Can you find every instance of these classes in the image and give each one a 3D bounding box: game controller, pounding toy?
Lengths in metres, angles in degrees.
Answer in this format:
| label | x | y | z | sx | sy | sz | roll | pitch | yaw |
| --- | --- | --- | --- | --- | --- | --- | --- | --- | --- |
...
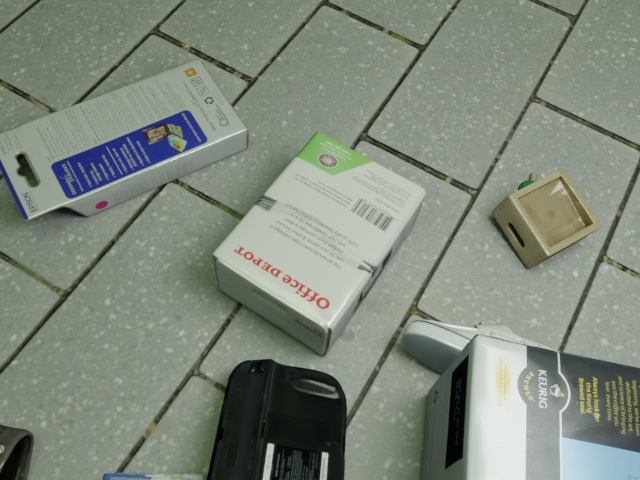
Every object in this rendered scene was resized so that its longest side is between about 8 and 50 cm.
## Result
| label | x | y | z | sx | sy | sz | roll | pitch | yaw |
| --- | --- | --- | --- | --- | --- | --- | --- | --- | --- |
| game controller | -0.053 | 0.285 | 0.840 | 0.167 | 0.067 | 0.319 | 17 | 42 | -10 |
| pounding toy | 0.352 | -0.046 | 1.090 | 0.130 | 0.100 | 0.141 | -26 | 77 | -17 |

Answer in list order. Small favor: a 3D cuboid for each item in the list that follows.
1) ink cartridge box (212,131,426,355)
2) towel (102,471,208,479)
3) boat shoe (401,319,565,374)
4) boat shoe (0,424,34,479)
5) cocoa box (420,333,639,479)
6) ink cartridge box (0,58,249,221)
| label | x | y | z | sx | sy | sz | roll | pitch | yaw |
| --- | --- | --- | --- | --- | --- | --- | --- | --- | --- |
| ink cartridge box | 0.000 | 0.000 | 1.010 | 0.198 | 0.114 | 0.272 | 31 | 63 | 13 |
| towel | -0.131 | 0.368 | 0.799 | 0.285 | 0.034 | 0.209 | 4 | 39 | -4 |
| boat shoe | 0.241 | 0.159 | 0.965 | 0.258 | 0.095 | 0.084 | 24 | 57 | -4 |
| boat shoe | -0.402 | 0.370 | 0.771 | 0.096 | 0.112 | 0.335 | -3 | 58 | -2 |
| cocoa box | 0.245 | 0.323 | 0.783 | 0.228 | 0.231 | 0.346 | 11 | 61 | -1 |
| ink cartridge box | -0.319 | -0.158 | 1.101 | 0.371 | 0.069 | 0.175 | -25 | 66 | -20 |
